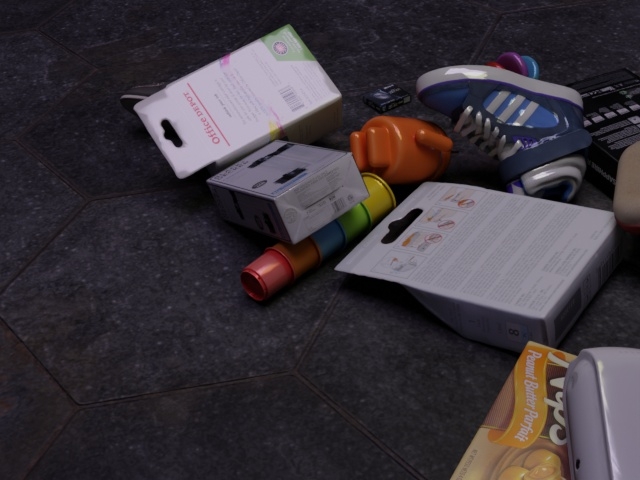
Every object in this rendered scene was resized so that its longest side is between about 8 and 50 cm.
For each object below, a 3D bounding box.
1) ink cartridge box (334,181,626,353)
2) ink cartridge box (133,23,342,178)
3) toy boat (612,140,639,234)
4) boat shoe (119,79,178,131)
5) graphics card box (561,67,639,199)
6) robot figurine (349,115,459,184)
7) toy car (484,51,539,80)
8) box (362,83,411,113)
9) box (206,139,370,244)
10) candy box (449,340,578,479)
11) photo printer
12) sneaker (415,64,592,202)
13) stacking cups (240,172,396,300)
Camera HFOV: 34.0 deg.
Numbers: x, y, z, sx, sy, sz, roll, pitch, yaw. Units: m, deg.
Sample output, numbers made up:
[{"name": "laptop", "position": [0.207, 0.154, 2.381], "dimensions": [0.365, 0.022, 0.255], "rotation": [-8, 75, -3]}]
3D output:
[{"name": "ink cartridge box", "position": [0.265, 0.034, 1.731], "dimensions": [0.385, 0.091, 0.308], "rotation": [12, 39, 35]}, {"name": "ink cartridge box", "position": [-0.157, -0.242, 2.028], "dimensions": [0.353, 0.119, 0.207], "rotation": [-29, 68, -13]}, {"name": "toy boat", "position": [0.570, -0.071, 1.700], "dimensions": [0.151, 0.151, 0.231], "rotation": [-12, 36, 31]}, {"name": "boat shoe", "position": [-0.247, -0.282, 2.176], "dimensions": [0.335, 0.112, 0.095], "rotation": [12, 65, 11]}, {"name": "graphics card box", "position": [0.589, -0.191, 1.973], "dimensions": [0.233, 0.094, 0.371], "rotation": [-18, 39, -16]}, {"name": "robot figurine", "position": [0.154, -0.164, 1.930], "dimensions": [0.219, 0.158, 0.128], "rotation": [-1, 45, -42]}, {"name": "toy car", "position": [0.379, -0.315, 2.133], "dimensions": [0.182, 0.136, 0.159], "rotation": [-28, 41, -28]}, {"name": "box", "position": [0.144, -0.306, 2.251], "dimensions": [0.083, 0.018, 0.067], "rotation": [-23, 40, -23]}, {"name": "box", "position": [-0.064, -0.091, 1.828], "dimensions": [0.169, 0.087, 0.290], "rotation": [-32, 22, -19]}, {"name": "candy box", "position": [0.300, 0.281, 1.362], "dimensions": [0.183, 0.087, 0.316], "rotation": [17, 41, 24]}, {"name": "photo printer", "position": [0.421, 0.270, 1.248], "dimensions": [0.256, 0.107, 0.307], "rotation": [15, 47, -11]}, {"name": "sneaker", "position": [0.324, -0.171, 1.872], "dimensions": [0.323, 0.130, 0.236], "rotation": [9, 71, -9]}, {"name": "stacking cups", "position": [0.000, 0.000, 1.795], "dimensions": [0.096, 0.096, 0.316], "rotation": [24, 48, 34]}]
